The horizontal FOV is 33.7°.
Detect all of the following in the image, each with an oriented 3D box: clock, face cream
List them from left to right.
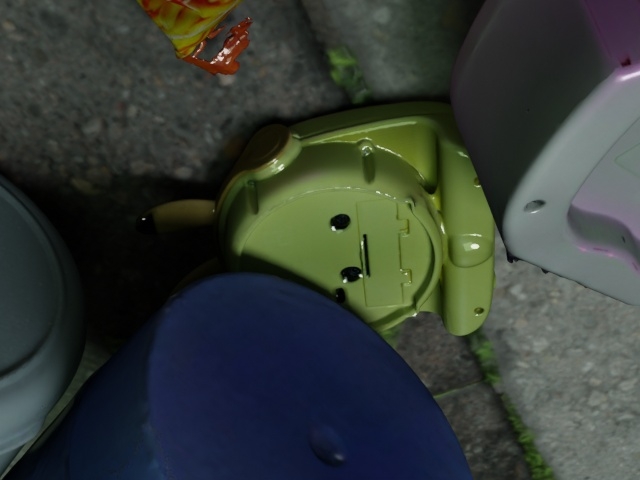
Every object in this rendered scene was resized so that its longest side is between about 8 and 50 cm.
[{"bbox_3d":[-0.061,0.180,0.657,0.249,0.249,0.225,27,126,-25],"label":"face cream"},{"bbox_3d":[0.000,0.000,0.711,0.231,0.069,0.170,-7,131,1],"label":"clock"},{"bbox_3d":[0.247,-0.089,0.567,0.338,0.102,0.339,-10,150,-6],"label":"clock"}]

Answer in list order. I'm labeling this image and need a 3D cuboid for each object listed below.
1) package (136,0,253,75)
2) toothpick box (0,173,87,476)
[{"bbox_3d":[-0.074,-0.213,0.499,0.223,0.108,0.288,-36,127,26],"label":"package"},{"bbox_3d":[-0.318,0.119,0.690,0.263,0.263,0.355,24,125,-23],"label":"toothpick box"}]
